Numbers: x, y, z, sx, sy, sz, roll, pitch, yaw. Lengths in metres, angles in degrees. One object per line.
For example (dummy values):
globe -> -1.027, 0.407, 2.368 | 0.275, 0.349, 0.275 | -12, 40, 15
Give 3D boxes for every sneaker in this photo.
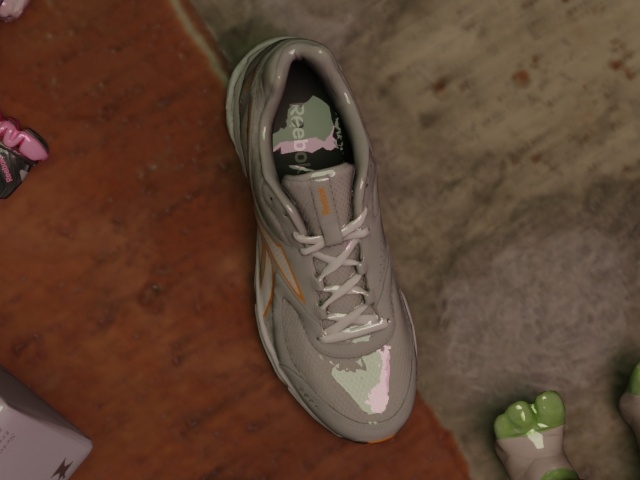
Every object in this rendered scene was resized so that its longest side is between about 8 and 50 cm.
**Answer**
sneaker -> 0.000, 0.000, 1.075 | 0.099, 0.121, 0.263 | -16, 90, -5
sneaker -> -0.230, -0.068, 1.095 | 0.119, 0.047, 0.057 | 33, 97, -3

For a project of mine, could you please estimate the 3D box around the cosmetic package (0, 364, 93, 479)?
cosmetic package -> -0.260, 0.110, 1.003 | 0.183, 0.151, 0.151 | 36, 85, 19

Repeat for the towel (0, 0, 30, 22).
towel -> -0.259, -0.348, 1.088 | 0.317, 0.053, 0.332 | 25, 89, -6

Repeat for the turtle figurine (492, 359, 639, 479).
turtle figurine -> 0.204, 0.180, 1.014 | 0.198, 0.274, 0.266 | -38, 49, 19

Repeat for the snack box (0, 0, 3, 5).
snack box -> -0.228, -0.179, 1.050 | 0.100, 0.037, 0.141 | 29, 88, -4
